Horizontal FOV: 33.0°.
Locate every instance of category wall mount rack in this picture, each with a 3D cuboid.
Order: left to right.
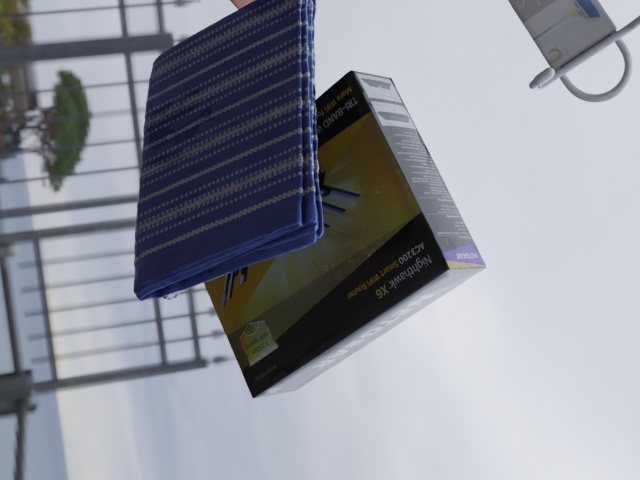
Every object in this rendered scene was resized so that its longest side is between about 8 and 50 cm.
[{"bbox_3d":[0.399,-0.398,1.654,0.350,0.304,0.130,58,15,6],"label":"wall mount rack"}]

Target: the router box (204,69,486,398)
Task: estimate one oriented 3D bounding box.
[{"bbox_3d":[0.000,0.000,1.202,0.309,0.081,0.243,-37,-111,33],"label":"router box"}]

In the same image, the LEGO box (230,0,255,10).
[{"bbox_3d":[-0.192,-0.612,1.486,0.500,0.193,0.372,63,11,23],"label":"LEGO box"}]

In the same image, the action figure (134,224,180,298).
[{"bbox_3d":[-0.102,0.000,1.468,0.141,0.276,0.164,-44,-116,52],"label":"action figure"}]

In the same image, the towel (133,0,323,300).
[{"bbox_3d":[-0.100,-0.110,1.172,0.040,0.243,0.336,36,43,-45],"label":"towel"}]
